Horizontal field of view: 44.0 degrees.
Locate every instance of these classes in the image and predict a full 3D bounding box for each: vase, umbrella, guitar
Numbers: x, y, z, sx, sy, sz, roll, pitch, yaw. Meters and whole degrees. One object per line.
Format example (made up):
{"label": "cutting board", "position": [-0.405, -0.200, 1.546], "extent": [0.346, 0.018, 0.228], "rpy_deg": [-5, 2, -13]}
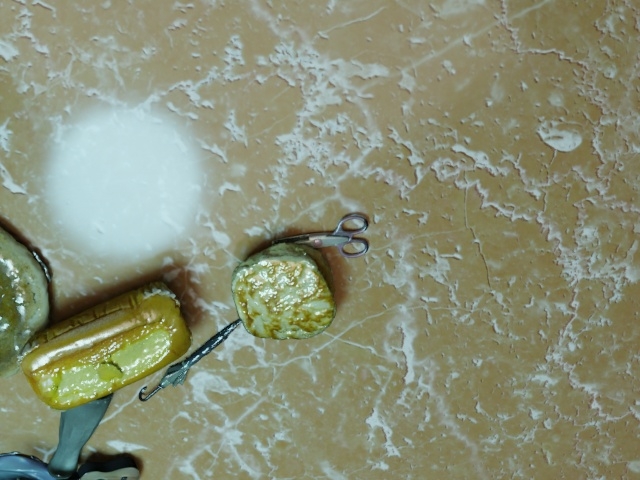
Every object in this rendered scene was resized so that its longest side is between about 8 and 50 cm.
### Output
{"label": "vase", "position": [-0.463, 0.358, 1.501], "extent": [0.086, 0.086, 0.214], "rpy_deg": [20, 113, -11]}
{"label": "umbrella", "position": [-0.236, 0.230, 1.488], "extent": [0.269, 0.044, 0.044], "rpy_deg": [-36, 140, 10]}
{"label": "guitar", "position": [-0.476, 0.456, 1.496], "extent": [0.271, 0.038, 0.084], "rpy_deg": [7, 117, -37]}

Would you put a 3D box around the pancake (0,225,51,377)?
{"label": "pancake", "position": [-0.662, 0.110, 1.392], "extent": [0.382, 0.071, 0.382], "rpy_deg": [-1, 111, -3]}

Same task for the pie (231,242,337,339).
{"label": "pie", "position": [-0.064, 0.096, 1.424], "extent": [0.178, 0.084, 0.205], "rpy_deg": [-14, 120, 7]}

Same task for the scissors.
{"label": "scissors", "position": [0.000, 0.000, 1.426], "extent": [0.176, 0.022, 0.085], "rpy_deg": [-6, 119, -5]}

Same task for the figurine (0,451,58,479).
{"label": "figurine", "position": [-0.576, 0.603, 1.419], "extent": [0.276, 0.388, 0.248], "rpy_deg": [-42, 110, 9]}

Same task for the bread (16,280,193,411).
{"label": "bread", "position": [-0.372, 0.181, 1.389], "extent": [0.288, 0.119, 0.153], "rpy_deg": [-24, 119, -8]}
